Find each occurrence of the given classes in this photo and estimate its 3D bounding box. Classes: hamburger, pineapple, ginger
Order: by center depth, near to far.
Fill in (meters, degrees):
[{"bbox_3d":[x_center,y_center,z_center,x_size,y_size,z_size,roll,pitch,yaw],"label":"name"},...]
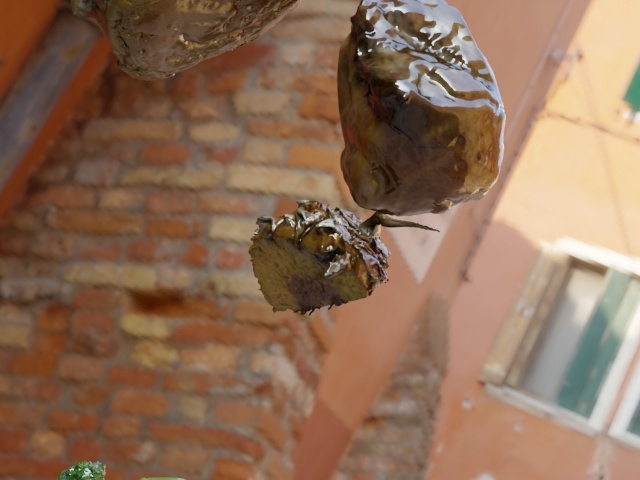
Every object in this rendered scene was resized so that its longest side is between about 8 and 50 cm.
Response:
[{"bbox_3d":[-0.128,-0.288,1.553,0.134,0.284,0.265,58,-15,6],"label":"hamburger"},{"bbox_3d":[0.123,-0.155,1.756,0.200,0.269,0.223,1,-47,-17],"label":"ginger"},{"bbox_3d":[0.004,-0.003,1.979,0.161,0.158,0.334,52,-19,-9],"label":"pineapple"}]

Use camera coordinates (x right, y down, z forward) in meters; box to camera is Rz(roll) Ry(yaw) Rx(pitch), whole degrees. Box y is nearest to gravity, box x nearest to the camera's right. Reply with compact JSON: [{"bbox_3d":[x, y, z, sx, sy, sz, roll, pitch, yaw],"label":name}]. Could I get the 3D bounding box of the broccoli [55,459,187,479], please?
[{"bbox_3d":[-0.204,0.375,1.534,0.294,0.245,0.265,44,8,-34],"label":"broccoli"}]
